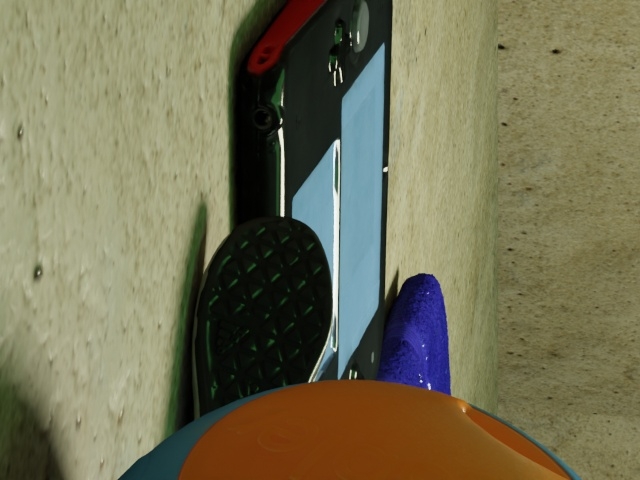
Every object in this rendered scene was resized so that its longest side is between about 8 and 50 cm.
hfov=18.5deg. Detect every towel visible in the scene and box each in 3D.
[{"bbox_3d":[0.098,0.189,2.110,0.308,0.076,0.227,-65,158,-66],"label":"towel"}]

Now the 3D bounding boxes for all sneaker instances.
[{"bbox_3d":[-0.050,0.101,1.199,0.097,0.084,0.234,147,-48,-71],"label":"sneaker"}]

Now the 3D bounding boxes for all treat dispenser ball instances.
[{"bbox_3d":[0.013,0.206,0.885,0.288,0.288,0.288,4,90,-81],"label":"treat dispenser ball"}]

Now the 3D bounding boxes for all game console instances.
[{"bbox_3d":[0.000,0.000,1.449,0.342,0.060,0.386,-66,158,-66],"label":"game console"}]
